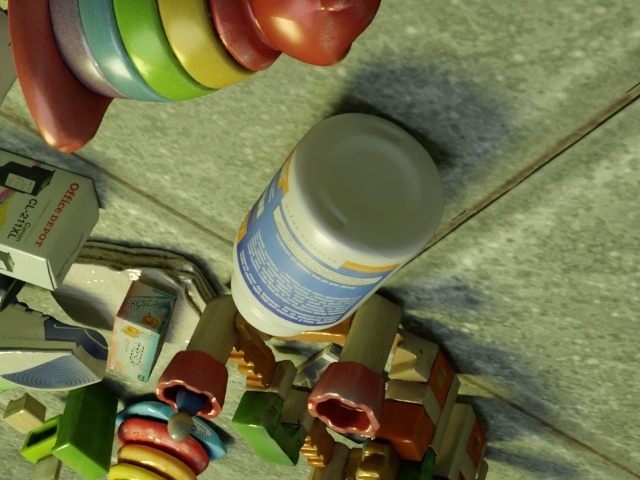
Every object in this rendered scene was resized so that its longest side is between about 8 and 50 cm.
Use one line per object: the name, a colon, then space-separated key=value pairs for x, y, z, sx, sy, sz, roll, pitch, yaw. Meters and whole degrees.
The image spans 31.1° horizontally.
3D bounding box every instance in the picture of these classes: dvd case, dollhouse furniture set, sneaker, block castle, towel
dvd case: x=0.036 y=0.219 z=1.600 sx=0.164 sy=0.018 sz=0.221 roll=30 pitch=148 yaw=-12
dollhouse furniture set: x=-0.500 y=0.271 z=1.849 sx=0.198 sy=0.151 sz=0.301 roll=-26 pitch=127 yaw=23
sneaker: x=-0.450 y=0.103 z=1.607 sx=0.316 sy=0.182 sz=0.127 roll=-1 pitch=149 yaw=14
block castle: x=0.021 y=0.273 z=1.469 sx=0.303 sy=0.213 sz=0.453 roll=1 pitch=141 yaw=29
towel: x=-0.259 y=0.074 z=1.542 sx=0.282 sy=0.049 sz=0.187 roll=6 pitch=145 yaw=27

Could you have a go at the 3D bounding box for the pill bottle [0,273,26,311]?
pill bottle: x=-0.473 y=-0.006 z=1.461 sx=0.219 sy=0.123 sz=0.123 roll=33 pitch=149 yaw=-3

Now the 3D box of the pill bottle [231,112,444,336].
pill bottle: x=0.000 y=0.000 z=1.150 sx=0.152 sy=0.152 sz=0.272 roll=28 pitch=149 yaw=-9

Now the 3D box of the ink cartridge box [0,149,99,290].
ink cartridge box: x=-0.369 y=-0.033 z=1.370 sx=0.175 sy=0.127 sz=0.072 roll=17 pitch=146 yaw=8

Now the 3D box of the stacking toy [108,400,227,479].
stacking toy: x=-0.295 y=0.423 z=1.860 sx=0.175 sy=0.302 sz=0.166 roll=35 pitch=148 yaw=-18

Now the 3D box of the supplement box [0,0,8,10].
supplement box: x=-0.277 y=-0.259 z=1.023 sx=0.083 sy=0.056 sz=0.083 roll=-7 pitch=139 yaw=40

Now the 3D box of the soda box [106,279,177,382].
soda box: x=-0.233 y=0.120 z=1.494 sx=0.063 sy=0.058 sz=0.183 roll=23 pitch=151 yaw=-3

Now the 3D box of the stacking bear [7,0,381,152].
stacking bear: x=-0.088 y=-0.187 z=0.921 sx=0.289 sy=0.175 sz=0.164 roll=-5 pitch=122 yaw=24

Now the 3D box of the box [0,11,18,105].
box: x=-0.498 y=-0.152 z=1.181 sx=0.345 sy=0.215 sz=0.168 roll=-5 pitch=139 yaw=38
